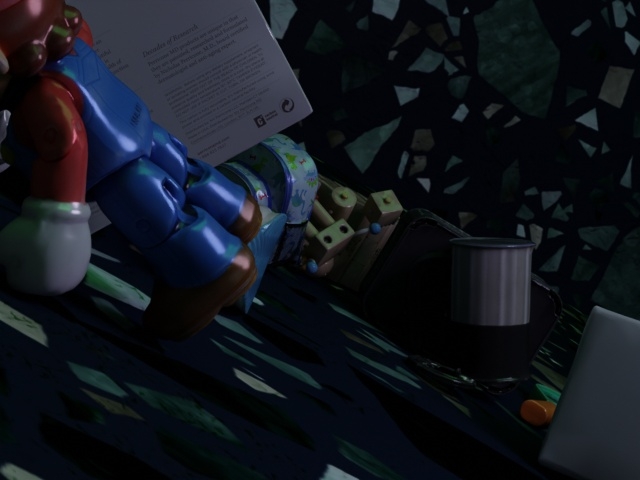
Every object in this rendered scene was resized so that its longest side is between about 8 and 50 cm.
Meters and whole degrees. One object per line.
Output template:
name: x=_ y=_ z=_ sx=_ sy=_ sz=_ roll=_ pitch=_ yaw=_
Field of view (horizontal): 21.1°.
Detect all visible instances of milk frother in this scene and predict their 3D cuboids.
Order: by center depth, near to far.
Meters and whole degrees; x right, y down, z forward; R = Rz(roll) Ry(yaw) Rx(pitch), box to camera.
milk frother: x=0.143 y=0.069 z=1.630 sx=0.129 sy=0.134 sz=0.143 roll=0 pitch=5 yaw=-3

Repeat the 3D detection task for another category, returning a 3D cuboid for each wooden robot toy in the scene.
wooden robot toy: x=0.000 y=0.000 z=1.752 sx=0.173 sy=0.079 sz=0.076 roll=-31 pitch=69 yaw=-36

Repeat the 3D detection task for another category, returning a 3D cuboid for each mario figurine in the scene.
mario figurine: x=-0.186 y=-0.075 z=1.077 sx=0.320 sy=0.170 sz=0.198 roll=49 pitch=-14 yaw=-23

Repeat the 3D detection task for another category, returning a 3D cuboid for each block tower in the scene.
block tower: x=-0.039 y=-0.038 z=1.807 sx=0.335 sy=0.097 sz=0.091 roll=29 pitch=7 yaw=-35

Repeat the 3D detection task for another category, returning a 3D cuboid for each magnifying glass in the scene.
magnifying glass: x=0.244 y=0.178 z=1.776 sx=0.092 sy=0.026 sz=0.231 roll=34 pitch=7 yaw=19

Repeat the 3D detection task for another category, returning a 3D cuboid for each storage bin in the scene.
storage bin: x=0.140 y=0.061 z=1.746 sx=0.180 sy=0.122 sz=0.084 roll=31 pitch=6 yaw=-5

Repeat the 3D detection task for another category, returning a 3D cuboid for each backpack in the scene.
backpack: x=-0.058 y=-0.040 z=1.623 sx=0.084 sy=0.114 sz=0.105 roll=-5 pitch=33 yaw=-45

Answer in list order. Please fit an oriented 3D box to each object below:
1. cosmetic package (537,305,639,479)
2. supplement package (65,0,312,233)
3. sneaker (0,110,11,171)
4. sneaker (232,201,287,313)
cosmetic package: x=0.406 y=0.196 z=1.440 sx=0.385 sy=0.156 sz=0.217 roll=20 pitch=-3 yaw=34
supplement package: x=-0.164 y=-0.177 z=1.322 sx=0.262 sy=0.199 sz=0.198 roll=62 pitch=-2 yaw=-14
sneaker: x=-0.300 y=-0.130 z=1.236 sx=0.297 sy=0.111 sz=0.129 roll=37 pitch=2 yaw=34
sneaker: x=-0.084 y=-0.001 z=1.386 sx=0.092 sy=0.087 sz=0.229 roll=23 pitch=0 yaw=-8
